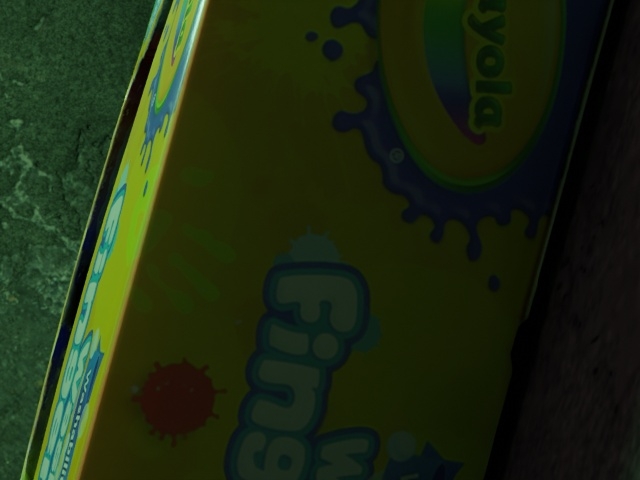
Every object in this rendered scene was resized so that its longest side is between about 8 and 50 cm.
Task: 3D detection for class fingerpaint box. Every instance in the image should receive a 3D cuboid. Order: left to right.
[{"bbox_3d":[-0.036,0.050,0.850,0.371,0.163,0.445,-167,92,-80],"label":"fingerpaint box"}]
